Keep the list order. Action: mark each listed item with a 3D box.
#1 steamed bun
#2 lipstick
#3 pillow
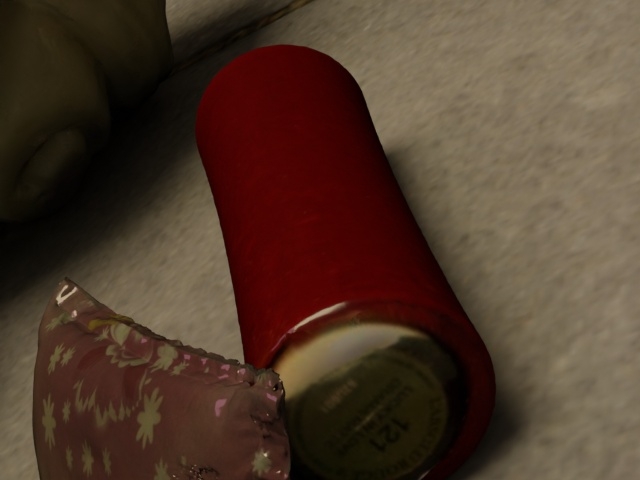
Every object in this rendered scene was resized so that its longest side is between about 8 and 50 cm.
[{"bbox_3d":[-0.225,-0.113,0.830,0.352,0.247,0.339,-44,9,-38],"label":"steamed bun"},{"bbox_3d":[0.000,0.000,0.552,0.080,0.080,0.241,-34,26,9],"label":"lipstick"},{"bbox_3d":[-0.056,0.080,0.478,0.043,0.118,0.185,-5,8,-28],"label":"pillow"}]
